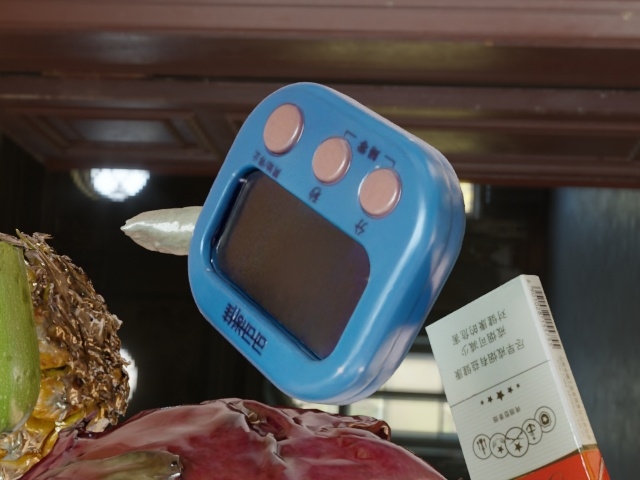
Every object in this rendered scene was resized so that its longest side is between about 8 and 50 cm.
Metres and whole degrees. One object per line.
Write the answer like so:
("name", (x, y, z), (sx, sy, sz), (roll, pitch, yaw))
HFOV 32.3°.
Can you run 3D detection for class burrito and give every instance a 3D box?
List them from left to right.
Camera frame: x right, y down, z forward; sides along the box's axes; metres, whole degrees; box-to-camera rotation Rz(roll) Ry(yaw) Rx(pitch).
("burrito", (-0.068, -0.015, 1.477), (0.117, 0.392, 0.076), (-19, -72, -77))

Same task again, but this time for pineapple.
("pineapple", (-0.401, 0.150, 1.325), (0.352, 0.300, 0.352), (60, -176, -7))

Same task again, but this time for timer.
("timer", (0.000, 0.000, 1.241), (0.115, 0.340, 0.309), (17, -75, -45))

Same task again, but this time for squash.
("squash", (-0.311, 0.097, 1.040), (0.095, 0.095, 0.188), (74, -179, -72))

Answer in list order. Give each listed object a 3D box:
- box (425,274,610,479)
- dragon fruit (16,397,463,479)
("box", (0.189, 0.170, 1.063), (0.035, 0.139, 0.245), (6, -121, -44))
("dragon fruit", (-0.050, 0.225, 0.512), (0.329, 0.329, 0.329), (2, -90, -84))
